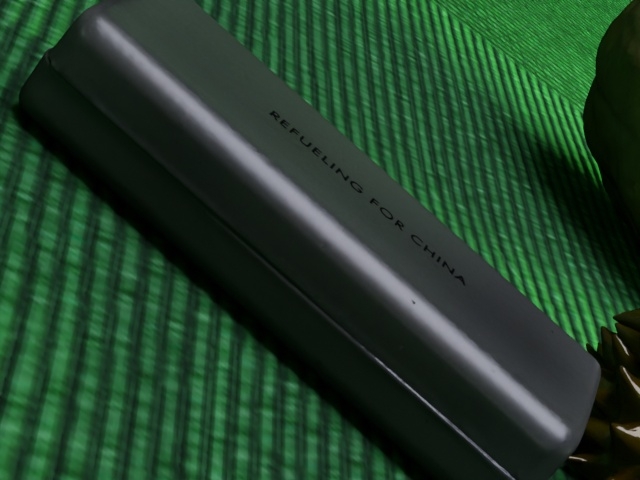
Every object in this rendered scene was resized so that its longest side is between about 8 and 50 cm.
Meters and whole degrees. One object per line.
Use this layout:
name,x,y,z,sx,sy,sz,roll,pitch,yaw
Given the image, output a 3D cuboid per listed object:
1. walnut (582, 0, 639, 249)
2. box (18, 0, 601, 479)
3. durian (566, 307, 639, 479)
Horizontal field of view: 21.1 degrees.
walnut,0.315,-0.054,1.044,0.277,0.282,0.253,51,-17,40
box,0.000,0.000,0.668,0.243,0.055,0.103,42,21,1
durian,0.211,0.098,0.717,0.260,0.186,0.153,38,11,31
